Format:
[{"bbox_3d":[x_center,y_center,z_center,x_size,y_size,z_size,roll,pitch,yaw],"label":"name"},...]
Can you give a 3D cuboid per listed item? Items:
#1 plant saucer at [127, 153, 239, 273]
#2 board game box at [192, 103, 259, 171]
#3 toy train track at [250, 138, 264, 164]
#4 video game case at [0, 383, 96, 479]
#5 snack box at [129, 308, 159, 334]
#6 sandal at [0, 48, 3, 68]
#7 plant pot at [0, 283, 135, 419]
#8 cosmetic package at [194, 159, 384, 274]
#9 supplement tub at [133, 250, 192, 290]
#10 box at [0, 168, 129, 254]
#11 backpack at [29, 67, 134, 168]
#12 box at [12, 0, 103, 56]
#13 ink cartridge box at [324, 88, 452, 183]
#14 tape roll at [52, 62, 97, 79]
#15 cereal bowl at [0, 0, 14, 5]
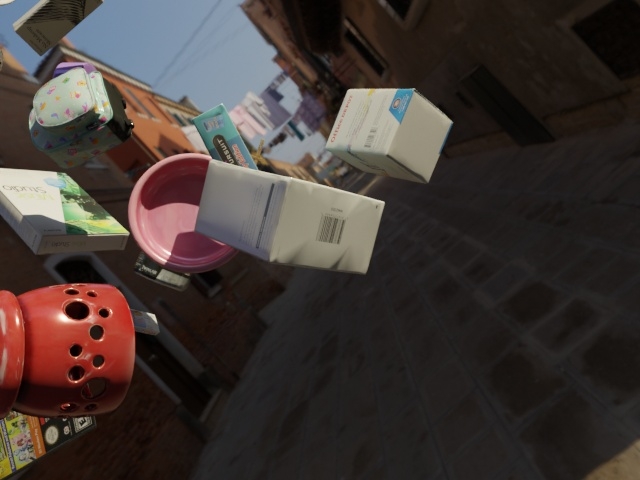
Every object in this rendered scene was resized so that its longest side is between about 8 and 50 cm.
[{"bbox_3d":[-0.353,-0.071,1.597,0.332,0.332,0.084,-44,-1,-13],"label":"plant saucer"},{"bbox_3d":[-0.199,-0.175,1.390,0.079,0.254,0.336,-28,8,-3],"label":"board game box"},{"bbox_3d":[-0.180,-0.254,1.680,0.014,0.048,0.083,-166,95,-72],"label":"toy train track"},{"bbox_3d":[-0.514,0.251,0.971,0.035,0.275,0.248,4,17,34],"label":"video game case"},{"bbox_3d":[-0.543,0.233,1.692,0.022,0.064,0.178,-33,-29,14],"label":"snack box"},{"bbox_3d":[-0.876,-0.396,1.460,0.265,0.102,0.076,-49,41,33],"label":"sandal"},{"bbox_3d":[-0.377,0.152,0.805,0.174,0.191,0.191,10,-40,-45],"label":"plant pot"},{"bbox_3d":[-0.056,-0.039,0.999,0.224,0.224,0.138,20,98,46],"label":"cosmetic package"},{"bbox_3d":[-0.489,-0.002,1.981,0.193,0.193,0.316,157,137,-80],"label":"supplement tub"},{"bbox_3d":[-0.658,-0.077,1.423,0.232,0.322,0.058,-4,-53,-56],"label":"box"},{"bbox_3d":[-0.510,-0.250,1.203,0.188,0.166,0.144,-31,-27,9],"label":"backpack"},{"bbox_3d":[-0.844,-0.730,1.864,0.275,0.113,0.094,-43,42,-1],"label":"box"},{"bbox_3d":[0.165,-0.261,1.434,0.232,0.168,0.171,19,86,50],"label":"ink cartridge box"},{"bbox_3d":[-0.856,-0.490,2.062,0.090,0.275,0.275,-1,3,-1],"label":"tape roll"},{"bbox_3d":[-0.799,-0.695,1.276,0.339,0.141,0.339,3,-90,-81],"label":"cereal bowl"}]
